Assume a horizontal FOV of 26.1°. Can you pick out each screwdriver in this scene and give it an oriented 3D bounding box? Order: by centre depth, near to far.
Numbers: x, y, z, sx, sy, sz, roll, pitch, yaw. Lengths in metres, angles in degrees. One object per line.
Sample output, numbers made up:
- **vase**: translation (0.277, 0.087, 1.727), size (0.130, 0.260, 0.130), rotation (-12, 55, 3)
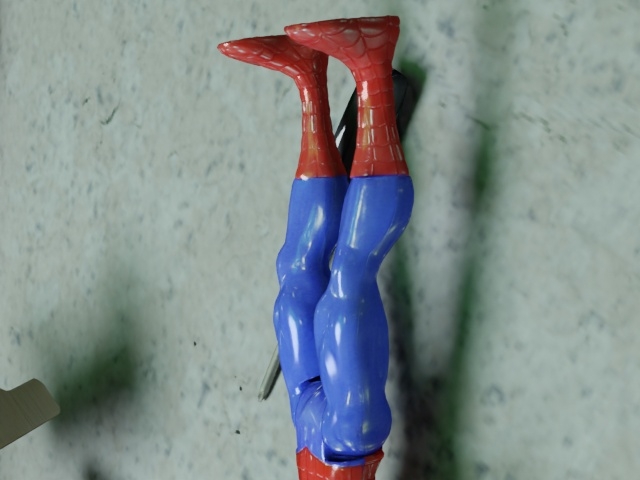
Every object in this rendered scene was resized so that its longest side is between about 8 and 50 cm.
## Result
- **screwdriver**: translation (0.000, 0.000, 0.599), size (0.025, 0.024, 0.169), rotation (-101, 29, -56)

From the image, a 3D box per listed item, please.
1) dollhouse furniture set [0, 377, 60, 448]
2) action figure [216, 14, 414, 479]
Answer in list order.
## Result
- **dollhouse furniture set**: translation (-0.266, 0.208, 0.719), size (0.374, 0.152, 0.201), rotation (-30, 100, 37)
- **action figure**: translation (-0.026, 0.064, 0.522), size (0.091, 0.139, 0.280), rotation (3, 102, 63)
